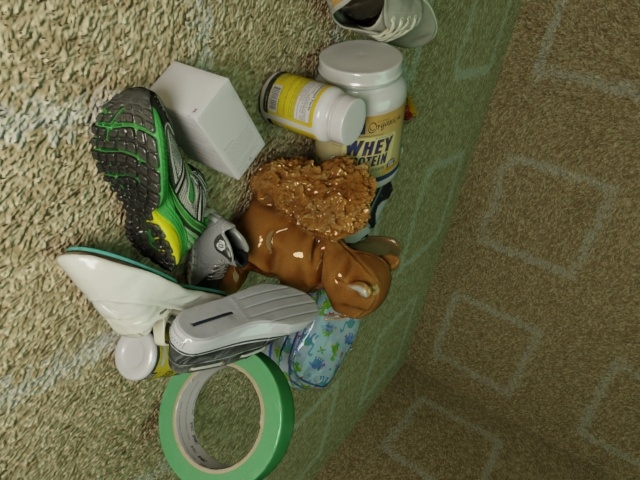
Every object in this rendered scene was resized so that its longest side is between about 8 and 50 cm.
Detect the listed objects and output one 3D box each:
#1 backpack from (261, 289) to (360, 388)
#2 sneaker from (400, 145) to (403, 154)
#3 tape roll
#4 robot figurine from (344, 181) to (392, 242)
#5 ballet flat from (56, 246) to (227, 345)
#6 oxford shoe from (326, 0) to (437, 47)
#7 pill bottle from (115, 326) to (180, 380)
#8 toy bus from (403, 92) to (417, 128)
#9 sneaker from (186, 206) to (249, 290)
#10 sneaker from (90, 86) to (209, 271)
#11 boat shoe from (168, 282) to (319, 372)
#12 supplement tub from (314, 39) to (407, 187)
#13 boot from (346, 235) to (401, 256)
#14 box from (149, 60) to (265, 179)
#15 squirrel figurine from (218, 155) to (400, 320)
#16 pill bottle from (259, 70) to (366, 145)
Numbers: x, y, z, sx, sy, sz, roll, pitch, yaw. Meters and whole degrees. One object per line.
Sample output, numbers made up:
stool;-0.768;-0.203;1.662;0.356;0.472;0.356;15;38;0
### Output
backpack;-0.029;0.277;1.463;0.355;0.273;0.290;-50;134;0
sneaker;0.195;-0.242;1.596;0.229;0.092;0.087;-61;156;-6
tape roll;-0.220;0.405;1.097;0.321;0.321;0.077;-63;154;-6
robot figurine;0.116;-0.126;1.448;0.278;0.173;0.209;-62;152;-7
ballet flat;-0.299;0.124;0.867;0.139;0.139;0.400;-63;151;-5
oxford shoe;0.149;-0.531;1.119;0.449;0.169;0.130;0;69;-54
pill bottle;-0.327;0.234;0.994;0.103;0.103;0.184;-66;154;1
toy bus;0.186;-0.382;1.435;0.202;0.191;0.104;-3;72;-63
sneaker;-0.215;0.051;1.014;0.086;0.132;0.229;-35;141;-47
sneaker;-0.271;-0.108;0.800;0.146;0.134;0.344;-54;162;-37
boat shoe;-0.153;0.172;0.942;0.335;0.121;0.119;-4;135;-42
supplement tub;0.095;-0.307;1.183;0.228;0.228;0.316;-46;148;-36
boot;0.160;0.029;1.590;0.211;0.295;0.104;-20;95;-60
box;-0.196;-0.205;0.824;0.091;0.130;0.170;-57;154;-16
squirrel figurine;0.000;0.000;1.104;0.281;0.370;0.397;-25;134;-53
pill bottle;-0.016;-0.281;1.013;0.119;0.208;0.119;-44;148;-37
